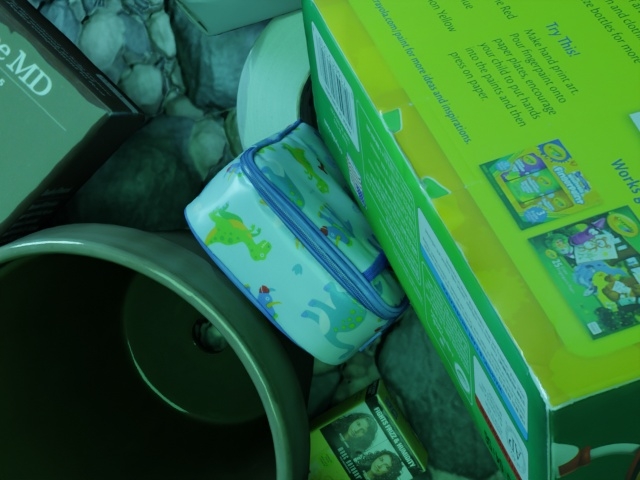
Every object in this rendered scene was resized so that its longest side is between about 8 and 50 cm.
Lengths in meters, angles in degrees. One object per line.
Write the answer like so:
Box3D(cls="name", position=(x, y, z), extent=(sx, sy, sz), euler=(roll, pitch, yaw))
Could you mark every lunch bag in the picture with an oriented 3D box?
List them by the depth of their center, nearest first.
Box3D(cls="lunch bag", position=(0.000, 0.000, 1.130), extent=(0.090, 0.219, 0.176), euler=(-42, 89, 17))

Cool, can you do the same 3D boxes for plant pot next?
Box3D(cls="plant pot", position=(-0.133, 0.120, 1.190), extent=(0.323, 0.280, 0.323), euler=(5, 106, 17))

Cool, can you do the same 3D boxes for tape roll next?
Box3D(cls="tape roll", position=(0.041, -0.114, 1.257), extent=(0.219, 0.072, 0.219), euler=(1, 98, 7))

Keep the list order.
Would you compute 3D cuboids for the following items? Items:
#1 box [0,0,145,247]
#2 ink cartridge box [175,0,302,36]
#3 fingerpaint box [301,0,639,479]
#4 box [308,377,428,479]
Box3D(cls="box", position=(-0.344, -0.028, 1.173), extent=(0.191, 0.143, 0.381), euler=(43, 94, 1))
Box3D(cls="ink cartridge box", position=(-0.039, -0.348, 1.174), extent=(0.226, 0.131, 0.306), euler=(-17, 82, 9))
Box3D(cls="fingerpaint box", position=(0.231, -0.051, 0.994), extent=(0.371, 0.445, 0.163), euler=(-18, 135, -9))
Box3D(cls="box", position=(-0.022, 0.222, 1.317), extent=(0.232, 0.058, 0.087), euler=(-30, 94, 11))
